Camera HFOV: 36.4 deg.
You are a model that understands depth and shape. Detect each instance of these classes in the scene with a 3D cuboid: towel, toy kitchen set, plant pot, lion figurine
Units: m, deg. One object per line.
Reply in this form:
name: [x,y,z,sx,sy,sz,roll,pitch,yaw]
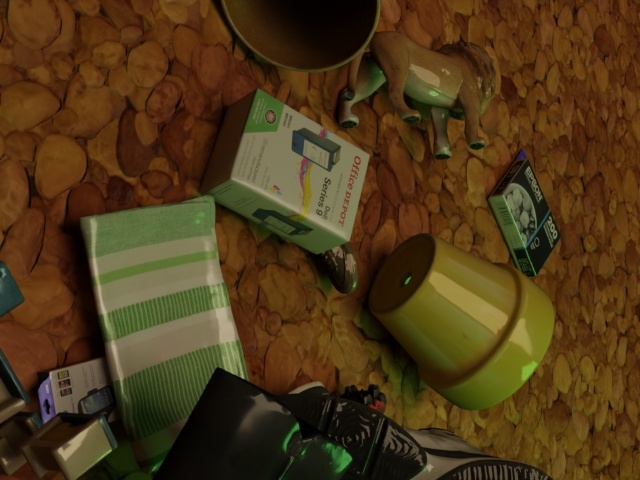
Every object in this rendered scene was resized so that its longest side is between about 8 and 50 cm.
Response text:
towel: [-0.188,0.113,1.267,0.248,0.038,0.325,-16,97,-57]
toy kitchen set: [-0.312,0.135,1.041,0.122,0.166,0.207,-42,116,-43]
plant pot: [-0.001,-0.417,1.470,0.237,0.237,0.254,59,31,-26]
lion figurine: [0.175,-0.285,1.702,0.392,0.142,0.240,18,64,-43]
plant pot: [0.218,0.119,1.630,0.239,0.254,0.254,36,57,-22]

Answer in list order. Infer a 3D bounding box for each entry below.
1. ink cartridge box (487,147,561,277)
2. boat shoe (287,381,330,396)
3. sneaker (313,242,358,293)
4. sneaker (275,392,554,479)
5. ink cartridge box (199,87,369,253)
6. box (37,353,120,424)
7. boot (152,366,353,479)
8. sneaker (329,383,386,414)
ink cartridge box: [0.442,-0.062,2.054,0.208,0.045,0.206,-50,121,-42]
boat shoe: [-0.061,0.278,1.367,0.079,0.084,0.233,40,44,19]
sneaker: [0.000,0.000,1.523,0.071,0.066,0.188,-19,94,-32]
sneaker: [0.085,0.323,1.352,0.447,0.257,0.169,19,82,-10]
ink cartridge box: [-0.047,-0.096,1.408,0.212,0.093,0.154,29,62,-28]
box: [-0.285,0.186,1.175,0.136,0.028,0.081,-10,92,-48]
boot: [-0.201,0.331,1.033,0.445,0.146,0.367,-53,136,-7]
sneaker: [0.017,0.326,1.456,0.276,0.097,0.135,-39,114,-43]
